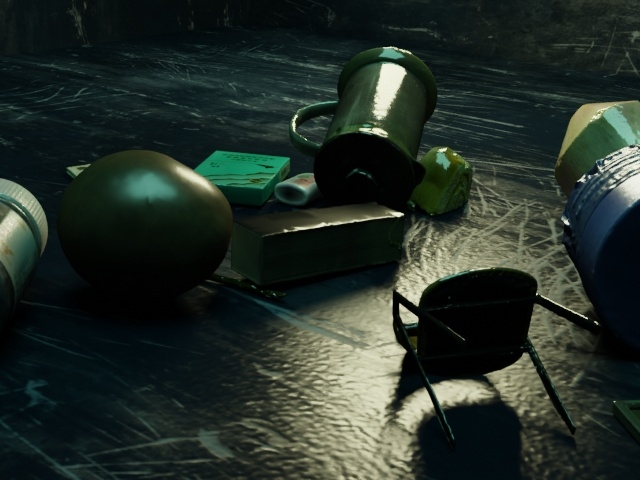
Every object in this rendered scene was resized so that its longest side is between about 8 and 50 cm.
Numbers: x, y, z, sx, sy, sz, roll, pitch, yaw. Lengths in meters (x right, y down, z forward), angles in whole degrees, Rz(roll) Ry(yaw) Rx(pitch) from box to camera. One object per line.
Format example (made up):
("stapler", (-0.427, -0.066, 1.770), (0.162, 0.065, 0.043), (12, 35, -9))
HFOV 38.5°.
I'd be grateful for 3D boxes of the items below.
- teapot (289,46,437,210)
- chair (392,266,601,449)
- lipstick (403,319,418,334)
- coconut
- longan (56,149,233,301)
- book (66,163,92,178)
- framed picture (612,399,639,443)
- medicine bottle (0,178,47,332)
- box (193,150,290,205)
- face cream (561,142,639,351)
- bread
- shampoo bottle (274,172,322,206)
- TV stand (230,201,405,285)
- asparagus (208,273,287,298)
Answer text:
("teapot", (0.074, -0.200, 1.716), (0.271, 0.200, 0.337), (7, 40, 9))
("chair", (0.181, 0.113, 1.070), (0.159, 0.172, 0.247), (-4, 29, -15))
("lipstick", (0.189, 0.111, 1.240), (0.177, 0.027, 0.027), (-4, 22, -13))
("coconut", (0.531, -0.150, 1.677), (0.197, 0.236, 0.237), (-15, 27, -31))
("longan", (-0.248, -0.026, 1.285), (0.246, 0.215, 0.246), (15, 38, -12))
("book", (-0.400, -0.135, 1.830), (0.182, 0.014, 0.127), (-10, 24, -29))
("framed picture", (0.489, 0.224, 0.990), (0.281, 0.019, 0.209), (-1, 22, -8))
("medicine bottle", (-0.457, 0.026, 1.198), (0.165, 0.165, 0.273), (1, 20, -4))
("box", (-0.161, -0.124, 1.788), (0.161, 0.042, 0.226), (5, 21, 10))
("face cream", (0.464, 0.006, 1.239), (0.249, 0.248, 0.225), (3, 18, 0))
("bread", (0.226, -0.117, 1.731), (0.103, 0.110, 0.156), (22, 30, 26))
("shampoo bottle", (-0.033, -0.098, 1.733), (0.072, 0.043, 0.099), (14, 24, 26))
("TV stand", (0.000, 0.000, 1.411), (0.270, 0.082, 0.088), (-8, 20, -36))
("asparagus", (-0.117, 0.066, 1.340), (0.163, 0.016, 0.016), (14, -2, 27))
